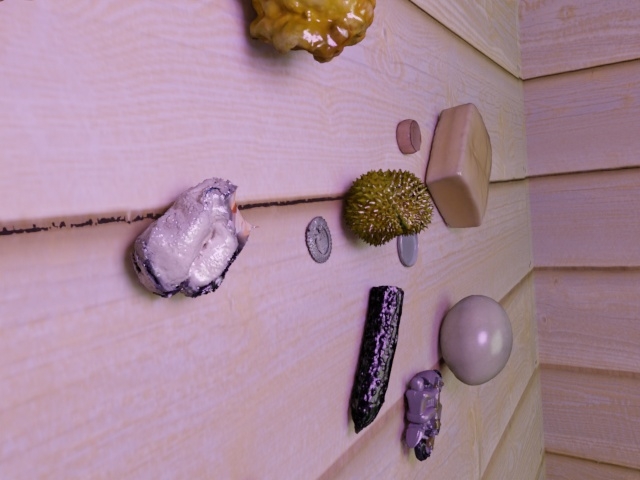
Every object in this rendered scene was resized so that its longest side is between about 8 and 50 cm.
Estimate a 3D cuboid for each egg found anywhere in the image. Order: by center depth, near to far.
[{"bbox_3d":[0.420,0.266,1.302,0.186,0.186,0.253,48,47,-44],"label":"egg"}]

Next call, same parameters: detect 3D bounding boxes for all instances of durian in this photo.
[{"bbox_3d":[0.134,-0.071,0.920,0.198,0.159,0.146,-22,95,-59],"label":"durian"}]

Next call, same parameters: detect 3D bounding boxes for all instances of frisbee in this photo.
[{"bbox_3d":[0.211,0.009,1.160,0.110,0.014,0.110,8,81,-57],"label":"frisbee"}]

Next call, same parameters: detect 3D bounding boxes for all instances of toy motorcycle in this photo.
[{"bbox_3d":[0.243,0.387,1.132,0.152,0.073,0.225,56,43,-36],"label":"toy motorcycle"}]

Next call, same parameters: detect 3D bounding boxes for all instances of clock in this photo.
[{"bbox_3d":[0.000,0.000,0.843,0.074,0.010,0.083,-51,129,-46],"label":"clock"}]

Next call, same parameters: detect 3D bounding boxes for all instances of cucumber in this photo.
[{"bbox_3d":[0.109,0.225,0.947,0.072,0.072,0.300,40,58,-48],"label":"cucumber"}]

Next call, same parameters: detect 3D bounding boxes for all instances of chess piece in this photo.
[{"bbox_3d":[0.214,-0.250,1.159,0.083,0.038,0.084,12,76,-56],"label":"chess piece"}]

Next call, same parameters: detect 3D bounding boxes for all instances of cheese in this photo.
[{"bbox_3d":[0.402,-0.206,1.368,0.242,0.123,0.266,45,52,-42],"label":"cheese"}]

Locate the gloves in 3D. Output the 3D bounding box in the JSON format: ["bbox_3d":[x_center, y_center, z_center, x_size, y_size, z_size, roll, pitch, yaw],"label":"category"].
[{"bbox_3d":[-0.148,0.003,0.567,0.153,0.070,0.114,-54,139,-34],"label":"gloves"}]

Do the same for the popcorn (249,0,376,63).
[{"bbox_3d":[-0.011,-0.341,0.704,0.197,0.197,0.156,-35,132,-52],"label":"popcorn"}]
